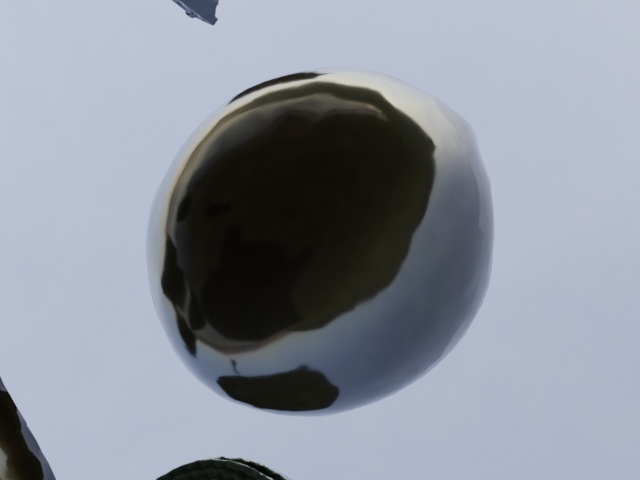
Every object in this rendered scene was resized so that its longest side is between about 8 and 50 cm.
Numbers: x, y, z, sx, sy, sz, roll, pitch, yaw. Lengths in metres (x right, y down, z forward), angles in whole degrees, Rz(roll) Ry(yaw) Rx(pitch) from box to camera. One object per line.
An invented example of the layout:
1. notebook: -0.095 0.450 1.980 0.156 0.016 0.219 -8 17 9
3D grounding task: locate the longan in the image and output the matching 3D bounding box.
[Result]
1. longan: 0.000 0.000 0.995 0.198 0.212 0.198 0 -84 0

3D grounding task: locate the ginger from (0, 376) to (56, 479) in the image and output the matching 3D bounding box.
1. ginger: -0.232 0.170 0.731 0.211 0.358 0.413 -33 -130 -30

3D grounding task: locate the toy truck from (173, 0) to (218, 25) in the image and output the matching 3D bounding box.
1. toy truck: -0.074 -0.244 1.249 0.092 0.083 0.192 -10 -120 37

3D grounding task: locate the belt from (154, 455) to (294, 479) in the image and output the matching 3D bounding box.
1. belt: -0.044 0.197 1.011 0.163 0.082 0.147 17 -107 34
